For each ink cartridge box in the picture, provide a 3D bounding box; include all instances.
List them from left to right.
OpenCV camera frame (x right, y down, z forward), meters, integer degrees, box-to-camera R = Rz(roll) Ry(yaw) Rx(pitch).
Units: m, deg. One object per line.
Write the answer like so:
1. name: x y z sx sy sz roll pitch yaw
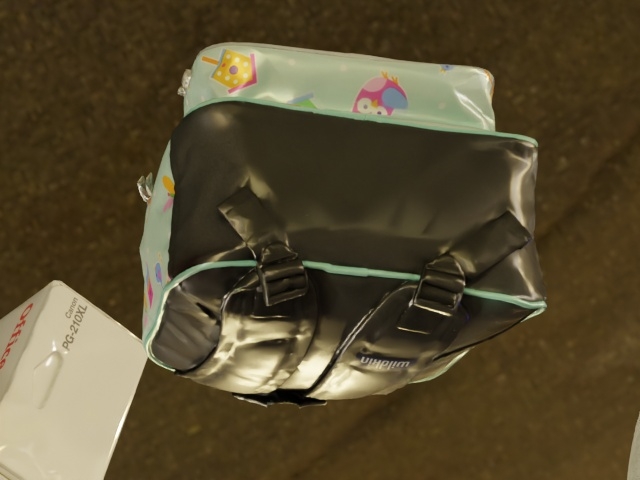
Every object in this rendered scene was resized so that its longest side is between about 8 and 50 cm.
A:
1. ink cartridge box: -0.253 0.160 1.216 0.100 0.172 0.237 38 133 -22

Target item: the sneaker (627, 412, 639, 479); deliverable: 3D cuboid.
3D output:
1. sneaker: 0.295 0.181 1.099 0.147 0.295 0.104 23 153 -11

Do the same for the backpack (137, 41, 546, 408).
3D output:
1. backpack: 0.000 0.000 0.723 0.166 0.144 0.188 3 154 -12
